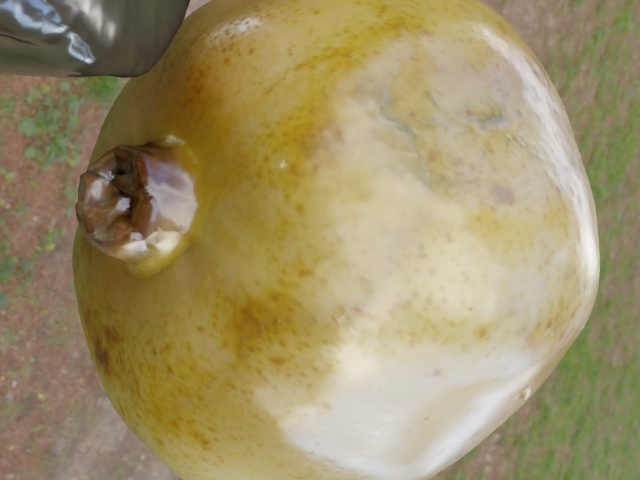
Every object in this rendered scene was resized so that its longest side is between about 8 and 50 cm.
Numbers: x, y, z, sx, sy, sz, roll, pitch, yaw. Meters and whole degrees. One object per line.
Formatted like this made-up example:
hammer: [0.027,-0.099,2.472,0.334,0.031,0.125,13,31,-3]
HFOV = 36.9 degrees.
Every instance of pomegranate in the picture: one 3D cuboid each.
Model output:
pomegranate: [0.000,0.000,0.727,0.416,0.417,0.416,-44,142,-50]

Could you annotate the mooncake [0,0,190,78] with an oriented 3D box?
mooncake: [-0.145,-0.207,0.397,0.290,0.161,0.290,5,90,-80]
